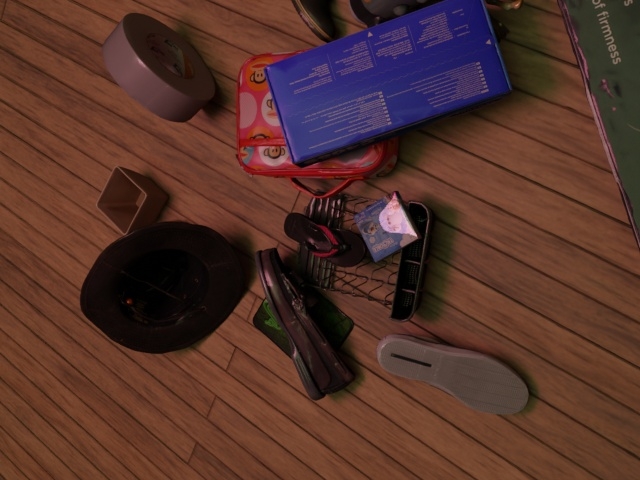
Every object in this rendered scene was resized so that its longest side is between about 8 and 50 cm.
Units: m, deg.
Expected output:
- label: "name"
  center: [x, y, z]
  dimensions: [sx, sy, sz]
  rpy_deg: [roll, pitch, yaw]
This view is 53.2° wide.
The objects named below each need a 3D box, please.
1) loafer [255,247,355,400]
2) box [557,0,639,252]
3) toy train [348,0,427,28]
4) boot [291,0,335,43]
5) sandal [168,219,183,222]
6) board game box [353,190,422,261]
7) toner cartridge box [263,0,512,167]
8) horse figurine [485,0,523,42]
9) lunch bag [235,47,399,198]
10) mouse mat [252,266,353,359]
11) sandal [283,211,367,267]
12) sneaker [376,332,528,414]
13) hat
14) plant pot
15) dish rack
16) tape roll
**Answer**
- label: "loafer"
  center: [-0.027, 0.145, 1.203]
  dimensions: [0.095, 0.109, 0.302]
  rpy_deg: [-22, 89, 9]
- label: "box"
  center: [0.579, -0.193, 0.730]
  dimensions: [0.472, 0.297, 0.479]
  rpy_deg: [-18, 84, 30]
- label: "toy train"
  center: [0.151, -0.467, 0.999]
  dimensions: [0.334, 0.142, 0.190]
  rpy_deg: [-13, 85, 51]
- label: "boot"
  center: [0.011, -0.472, 1.156]
  dimensions: [0.137, 0.077, 0.197]
  rpy_deg: [-31, 80, 22]
- label: "sandal"
  center: [-0.366, 0.050, 1.407]
  dimensions: [0.240, 0.088, 0.079]
  rpy_deg: [-58, 36, 12]
- label: "board game box"
  center: [0.111, -0.023, 1.072]
  dimensions: [0.090, 0.020, 0.090]
  rpy_deg: [-32, 77, 28]
- label: "toner cartridge box"
  center: [0.101, -0.246, 1.001]
  dimensions: [0.348, 0.075, 0.165]
  rpy_deg: [-17, 89, 10]
- label: "horse figurine"
  center: [0.270, -0.456, 1.009]
  dimensions: [0.175, 0.066, 0.263]
  rpy_deg: [25, 111, 38]
- label: "lunch bag"
  center: [-0.006, -0.204, 1.139]
  dimensions: [0.293, 0.120, 0.258]
  rpy_deg: [2, 91, 22]
- label: "mouse mat"
  center: [-0.039, 0.162, 1.259]
  dimensions: [0.190, 0.007, 0.152]
  rpy_deg: [39, 110, 22]
- label: "sandal"
  center: [0.000, 0.000, 1.129]
  dimensions: [0.179, 0.040, 0.067]
  rpy_deg: [23, 104, 29]
- label: "sneaker"
  center: [0.221, 0.210, 1.076]
  dimensions: [0.258, 0.091, 0.094]
  rpy_deg: [22, 99, 5]
- label: "hat"
  center: [-0.318, 0.071, 1.312]
  dimensions: [0.331, 0.331, 0.134]
  rpy_deg: [-52, 30, 21]
- label: "plant pot"
  center: [-0.400, -0.088, 1.389]
  dimensions: [0.109, 0.096, 0.109]
  rpy_deg: [41, 111, 20]
- label: "dish rack"
  center: [0.069, 0.015, 1.151]
  dimensions: [0.272, 0.074, 0.208]
  rpy_deg: [13, 98, 29]
- label: "tape roll"
  center: [-0.314, -0.339, 1.256]
  dimensions: [0.072, 0.219, 0.219]
  rpy_deg: [-38, 75, 26]
